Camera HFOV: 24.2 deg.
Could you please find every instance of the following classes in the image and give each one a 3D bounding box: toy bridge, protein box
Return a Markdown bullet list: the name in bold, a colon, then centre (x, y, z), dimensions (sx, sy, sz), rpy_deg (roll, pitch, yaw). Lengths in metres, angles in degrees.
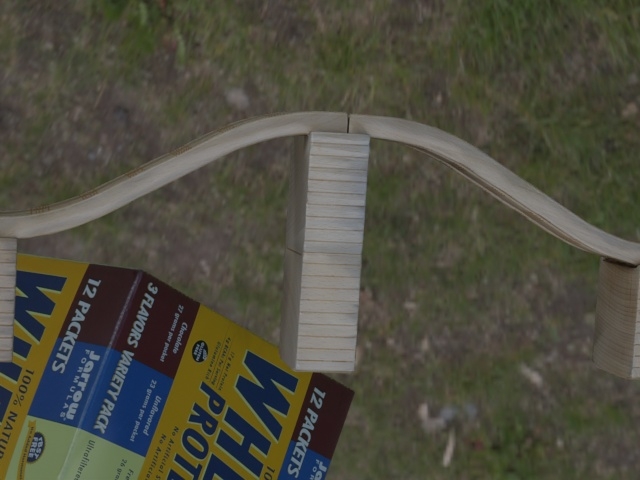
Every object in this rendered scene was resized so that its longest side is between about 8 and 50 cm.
- **toy bridge**: centre (0.000, 0.000, 0.364), dimensions (0.188, 0.026, 0.063), rpy_deg (3, 95, -12)
- **protein box**: centre (-0.129, 0.107, 0.893), dimensions (0.201, 0.136, 0.200), rpy_deg (6, 160, 42)
